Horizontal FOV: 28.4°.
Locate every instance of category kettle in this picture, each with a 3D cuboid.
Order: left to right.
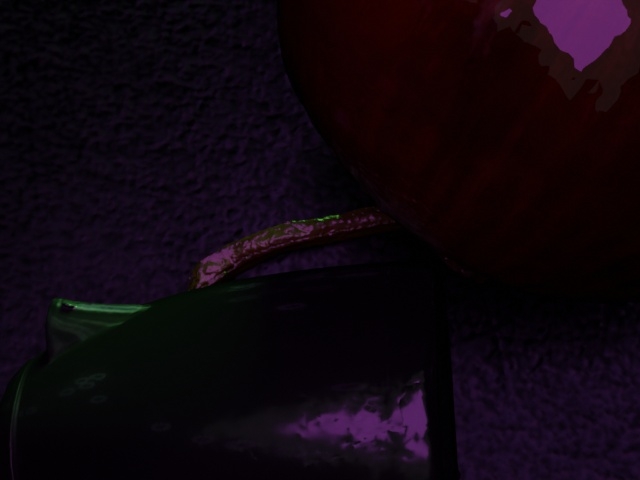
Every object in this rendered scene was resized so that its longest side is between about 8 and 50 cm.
[{"bbox_3d":[-0.058,0.155,0.789,0.290,0.207,0.268,-5,105,7],"label":"kettle"}]

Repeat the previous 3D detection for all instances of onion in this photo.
[{"bbox_3d":[0.162,-0.113,0.746,0.341,0.341,0.341,-1,78,2],"label":"onion"}]

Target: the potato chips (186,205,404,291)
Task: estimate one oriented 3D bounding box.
[{"bbox_3d":[0.000,0.000,0.892,0.204,0.026,0.037,-17,81,-2],"label":"potato chips"}]
